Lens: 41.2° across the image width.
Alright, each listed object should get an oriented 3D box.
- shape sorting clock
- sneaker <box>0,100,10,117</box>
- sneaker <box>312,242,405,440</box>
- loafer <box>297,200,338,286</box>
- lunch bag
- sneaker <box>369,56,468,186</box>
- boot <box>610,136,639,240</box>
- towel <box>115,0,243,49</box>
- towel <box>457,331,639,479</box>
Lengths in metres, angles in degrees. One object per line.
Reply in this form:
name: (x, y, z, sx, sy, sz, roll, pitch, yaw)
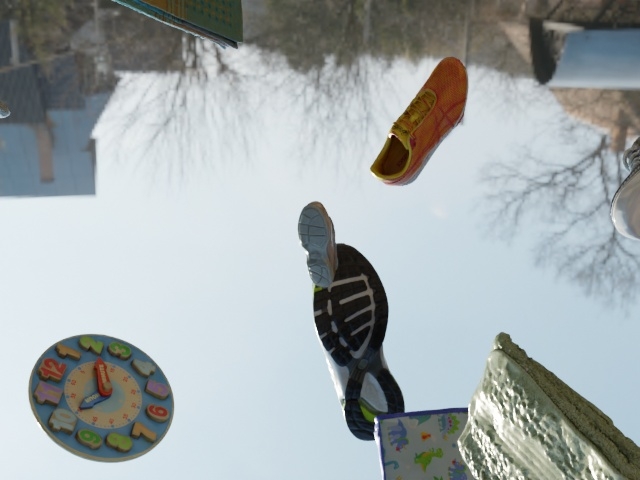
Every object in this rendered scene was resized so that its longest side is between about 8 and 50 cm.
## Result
shape sorting clock: (-0.300, 0.213, 1.183, 0.206, 0.040, 0.206, 18, -140, -16)
sneaker: (-0.367, -0.041, 0.752, 0.121, 0.262, 0.099, 28, -151, -19)
sneaker: (0.041, 0.139, 1.230, 0.111, 0.300, 0.121, -13, -158, -10)
loafer: (0.000, 0.000, 1.089, 0.045, 0.125, 0.039, 10, -143, 24)
lunch bag: (0.142, 0.276, 1.048, 0.151, 0.129, 0.096, 3, 155, -24)
sneaker: (0.123, -0.141, 1.031, 0.064, 0.175, 0.067, 35, -164, 30)
boot: (0.305, -0.056, 0.774, 0.190, 0.069, 0.086, -24, -156, -30)
towel: (-0.239, -0.441, 1.173, 0.040, 0.272, 0.370, -6, 171, 35)
towel: (0.137, 0.136, 0.517, 0.027, 0.110, 0.148, -6, -150, -26)
